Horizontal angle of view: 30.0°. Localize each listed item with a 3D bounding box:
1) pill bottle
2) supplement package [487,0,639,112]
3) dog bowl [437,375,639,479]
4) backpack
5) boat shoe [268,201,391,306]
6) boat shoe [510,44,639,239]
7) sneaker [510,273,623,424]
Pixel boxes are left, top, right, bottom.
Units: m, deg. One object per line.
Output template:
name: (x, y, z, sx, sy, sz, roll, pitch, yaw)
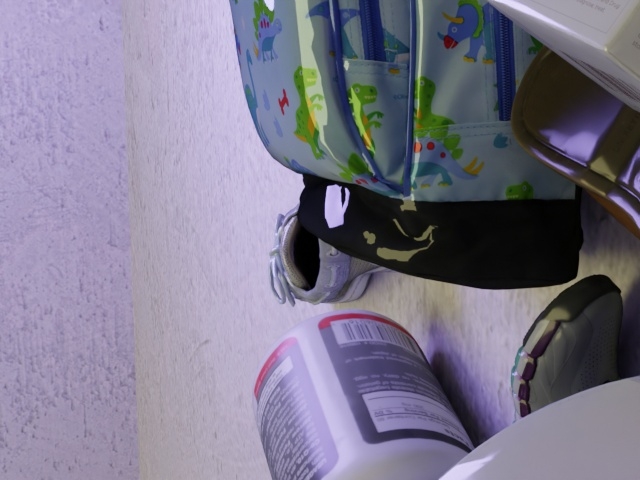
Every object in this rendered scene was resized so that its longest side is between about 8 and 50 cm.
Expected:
pill bottle: (0.045, 0.190, 0.942, 0.283, 0.161, 0.161, -114, 25, -60)
supplement package: (0.171, -0.135, 0.470, 0.179, 0.105, 0.105, -56, 27, 9)
dog bowl: (0.136, 0.183, 0.514, 0.104, 0.265, 0.265, 53, 173, -22)
backpack: (0.050, -0.170, 0.789, 0.290, 0.273, 0.356, -141, 61, -75)
boat shoe: (0.001, 0.002, 1.161, 0.320, 0.103, 0.118, 162, 102, -72)
boat shoe: (0.202, -0.017, 0.543, 0.111, 0.104, 0.307, -56, 29, 19)
sneaker: (0.171, 0.123, 0.749, 0.098, 0.083, 0.224, 43, 145, 35)
